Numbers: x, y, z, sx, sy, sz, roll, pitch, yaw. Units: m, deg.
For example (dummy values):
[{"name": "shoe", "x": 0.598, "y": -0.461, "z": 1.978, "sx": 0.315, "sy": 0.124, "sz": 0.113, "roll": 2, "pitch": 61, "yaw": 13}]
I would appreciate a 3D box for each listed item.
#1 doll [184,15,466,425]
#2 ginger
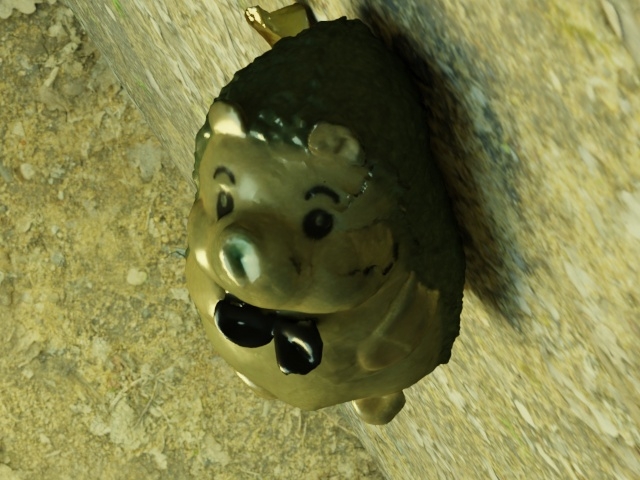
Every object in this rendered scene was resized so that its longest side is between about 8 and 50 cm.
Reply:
[{"name": "doll", "x": 0.000, "y": 0.000, "z": 0.921, "sx": 0.247, "sy": 0.247, "sz": 0.349, "roll": 49, "pitch": 154, "yaw": 35}, {"name": "ginger", "x": -0.019, "y": -0.164, "z": 1.015, "sx": 0.057, "sy": 0.044, "sz": 0.137, "roll": -6, "pitch": 139, "yaw": 28}]
